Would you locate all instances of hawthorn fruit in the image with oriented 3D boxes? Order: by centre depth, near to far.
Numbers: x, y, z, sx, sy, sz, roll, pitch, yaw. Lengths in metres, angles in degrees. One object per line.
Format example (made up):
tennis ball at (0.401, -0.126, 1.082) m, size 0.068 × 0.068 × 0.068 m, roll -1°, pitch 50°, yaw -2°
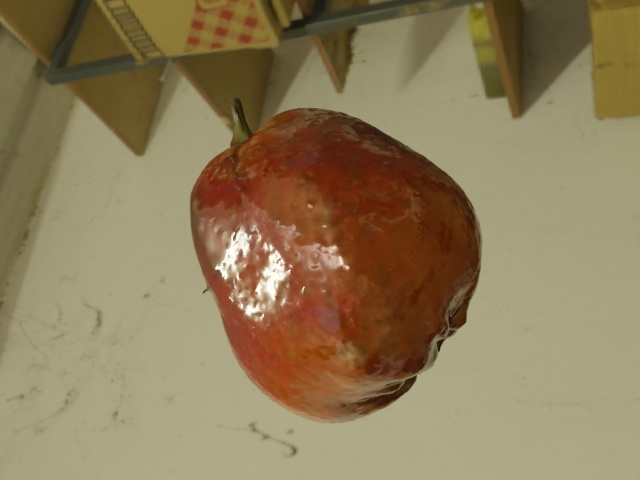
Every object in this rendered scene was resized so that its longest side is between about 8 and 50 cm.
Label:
hawthorn fruit at (0.000, 0.000, 0.588) m, size 0.261 × 0.224 × 0.224 m, roll 46°, pitch -152°, yaw 5°
